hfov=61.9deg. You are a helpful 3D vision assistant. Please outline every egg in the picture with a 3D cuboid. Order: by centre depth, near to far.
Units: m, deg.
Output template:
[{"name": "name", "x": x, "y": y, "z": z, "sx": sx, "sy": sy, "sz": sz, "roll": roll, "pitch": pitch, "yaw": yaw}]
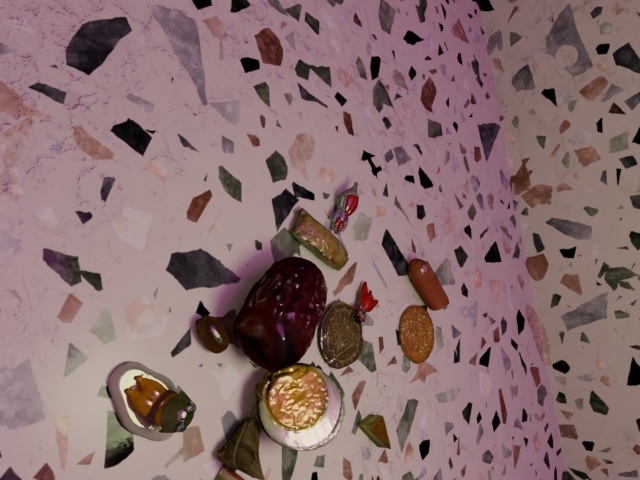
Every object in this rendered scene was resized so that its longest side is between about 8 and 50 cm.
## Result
[{"name": "egg", "x": -0.086, "y": 0.532, "z": 1.697, "sx": 0.286, "sy": 0.174, "sz": 0.264, "roll": 6, "pitch": 65, "yaw": -24}]

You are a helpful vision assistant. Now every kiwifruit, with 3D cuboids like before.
[{"name": "kiwifruit", "x": -0.316, "y": 0.278, "z": 1.572, "sx": 0.075, "sy": 0.075, "sz": 0.124, "roll": -43, "pitch": 117, "yaw": -41}]

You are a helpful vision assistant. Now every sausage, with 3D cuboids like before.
[{"name": "sausage", "x": 0.468, "y": 0.189, "z": 2.355, "sx": 0.259, "sy": 0.113, "sz": 0.113, "roll": 56, "pitch": 49, "yaw": -21}]

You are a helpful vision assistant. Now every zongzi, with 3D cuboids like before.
[{"name": "zongzi", "x": -0.185, "y": 0.598, "z": 1.570, "sx": 0.189, "sy": 0.178, "sz": 0.081, "roll": -50, "pitch": 135, "yaw": -39}]

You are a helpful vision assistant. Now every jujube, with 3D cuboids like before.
[{"name": "jujube", "x": -0.120, "y": 0.223, "z": 1.667, "sx": 0.258, "sy": 0.258, "sz": 0.377, "roll": 50, "pitch": 39, "yaw": -27}]

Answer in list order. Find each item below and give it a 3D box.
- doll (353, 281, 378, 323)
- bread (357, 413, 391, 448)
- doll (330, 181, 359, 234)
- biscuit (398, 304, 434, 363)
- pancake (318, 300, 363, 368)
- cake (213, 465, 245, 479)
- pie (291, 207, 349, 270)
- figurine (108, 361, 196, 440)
[{"name": "doll", "x": 0.174, "y": 0.249, "z": 2.072, "sx": 0.109, "sy": 0.057, "sz": 0.169, "roll": 57, "pitch": 34, "yaw": -21}, {"name": "bread", "x": 0.205, "y": 0.740, "z": 2.014, "sx": 0.084, "sy": 0.074, "sz": 0.139, "roll": -20, "pitch": 99, "yaw": -46}, {"name": "doll", "x": 0.101, "y": -0.130, "z": 2.067, "sx": 0.102, "sy": 0.075, "sz": 0.227, "roll": 42, "pitch": 64, "yaw": -50}, {"name": "biscuit", "x": 0.424, "y": 0.407, "z": 2.326, "sx": 0.254, "sy": 0.035, "sz": 0.254, "roll": 11, "pitch": 74, "yaw": -44}, {"name": "pancake", "x": 0.080, "y": 0.348, "z": 1.988, "sx": 0.250, "sy": 0.031, "sz": 0.250, "roll": 10, "pitch": 75, "yaw": -44}, {"name": "cake", "x": -0.209, "y": 0.764, "z": 1.558, "sx": 0.086, "sy": 0.116, "sz": 0.220, "roll": -51, "pitch": 119, "yaw": -31}, {"name": "pie", "x": 0.000, "y": 0.000, "z": 1.949, "sx": 0.282, "sy": 0.068, "sz": 0.129, "roll": 40, "pitch": 55, "yaw": -28}, {"name": "figurine", "x": -0.424, "y": 0.424, "z": 1.385, "sx": 0.250, "sy": 0.141, "sz": 0.166, "roll": 51, "pitch": 52, "yaw": -26}]
